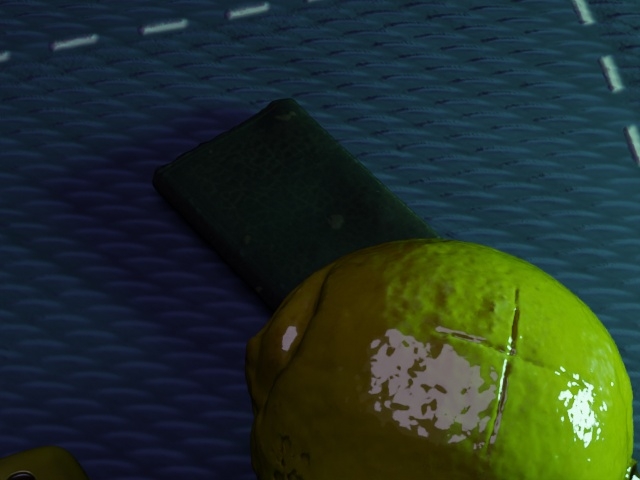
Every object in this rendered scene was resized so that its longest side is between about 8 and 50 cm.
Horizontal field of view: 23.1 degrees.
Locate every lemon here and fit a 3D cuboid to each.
[{"bbox_3d":[0.091,0.140,1.202,0.297,0.297,0.297,-2,56,3],"label":"lemon"}]

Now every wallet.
[{"bbox_3d":[0.000,0.000,1.445,0.170,0.044,0.321,-34,58,-19],"label":"wallet"}]

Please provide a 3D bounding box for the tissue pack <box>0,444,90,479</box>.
[{"bbox_3d":[-0.221,0.253,1.241,0.123,0.127,0.178,-19,58,-12],"label":"tissue pack"}]
